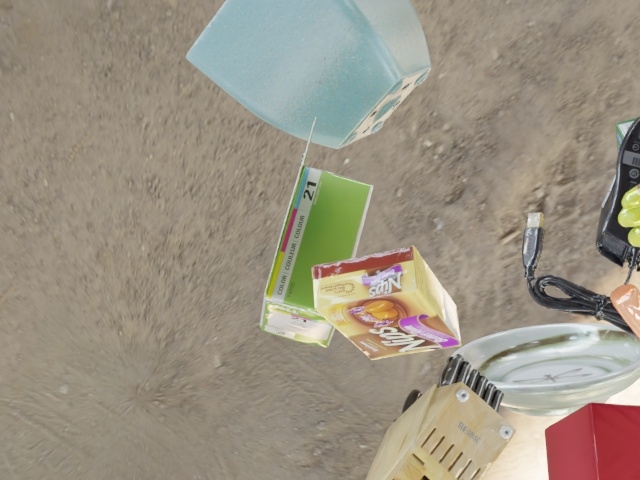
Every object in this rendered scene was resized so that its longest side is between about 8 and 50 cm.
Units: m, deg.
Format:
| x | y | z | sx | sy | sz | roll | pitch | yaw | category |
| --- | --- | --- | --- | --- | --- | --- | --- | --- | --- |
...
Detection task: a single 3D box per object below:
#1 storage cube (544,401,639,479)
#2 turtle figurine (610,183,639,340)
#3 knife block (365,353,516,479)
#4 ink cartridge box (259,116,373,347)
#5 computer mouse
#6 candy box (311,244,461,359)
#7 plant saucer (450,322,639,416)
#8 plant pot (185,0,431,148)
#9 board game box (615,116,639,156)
| x | y | z | sx | sy | sz | roll | pitch | yaw | category |
| --- | --- | --- | --- | --- | --- | --- | --- | --- | --- |
| 0.453 | 0.357 | 1.454 | 0.184 | 0.215 | 0.193 | 4 | 68 | -8 | storage cube |
| 0.227 | 0.030 | 0.476 | 0.270 | 0.217 | 0.087 | 23 | 110 | -17 | turtle figurine |
| 0.123 | 0.259 | 1.191 | 0.088 | 0.242 | 0.275 | 41 | 70 | 0 | knife block |
| 0.000 | 0.000 | 1.191 | 0.097 | 0.255 | 0.188 | 16 | 67 | 0 | ink cartridge box |
| 0.334 | -0.027 | 1.136 | 0.184 | 0.060 | 0.262 | 10 | 85 | 13 | computer mouse |
| 0.074 | 0.071 | 1.039 | 0.109 | 0.186 | 0.053 | -12 | 62 | 17 | candy box |
| 0.453 | 0.260 | 1.914 | 0.401 | 0.400 | 0.100 | -11 | 99 | -12 | plant saucer |
| 0.012 | -0.278 | 1.431 | 0.252 | 0.247 | 0.248 | 47 | 119 | 7 | plant pot |
| 0.484 | 0.005 | 1.371 | 0.046 | 0.213 | 0.317 | -13 | 42 | 6 | board game box |
